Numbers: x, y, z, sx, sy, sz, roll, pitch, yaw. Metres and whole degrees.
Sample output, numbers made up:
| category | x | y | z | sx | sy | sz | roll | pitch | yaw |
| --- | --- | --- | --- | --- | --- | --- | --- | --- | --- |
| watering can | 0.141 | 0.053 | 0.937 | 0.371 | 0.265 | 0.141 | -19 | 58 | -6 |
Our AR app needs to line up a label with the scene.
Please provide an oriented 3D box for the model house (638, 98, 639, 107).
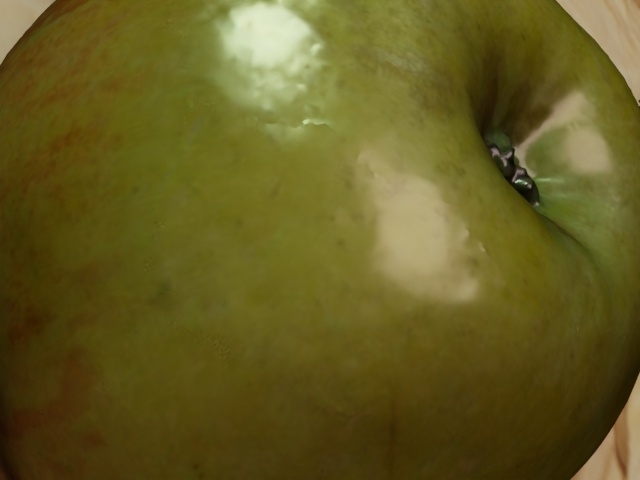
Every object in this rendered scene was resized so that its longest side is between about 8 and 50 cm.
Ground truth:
| category | x | y | z | sx | sy | sz | roll | pitch | yaw |
| --- | --- | --- | --- | --- | --- | --- | --- | --- | --- |
| model house | 0.207 | -0.042 | 0.932 | 0.083 | 0.057 | 0.058 | 55 | 11 | 19 |

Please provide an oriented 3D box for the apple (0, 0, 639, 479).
| category | x | y | z | sx | sy | sz | roll | pitch | yaw |
| --- | --- | --- | --- | --- | --- | --- | --- | --- | --- |
| apple | 0.000 | 0.000 | 0.588 | 0.260 | 0.194 | 0.261 | 25 | 52 | -37 |
